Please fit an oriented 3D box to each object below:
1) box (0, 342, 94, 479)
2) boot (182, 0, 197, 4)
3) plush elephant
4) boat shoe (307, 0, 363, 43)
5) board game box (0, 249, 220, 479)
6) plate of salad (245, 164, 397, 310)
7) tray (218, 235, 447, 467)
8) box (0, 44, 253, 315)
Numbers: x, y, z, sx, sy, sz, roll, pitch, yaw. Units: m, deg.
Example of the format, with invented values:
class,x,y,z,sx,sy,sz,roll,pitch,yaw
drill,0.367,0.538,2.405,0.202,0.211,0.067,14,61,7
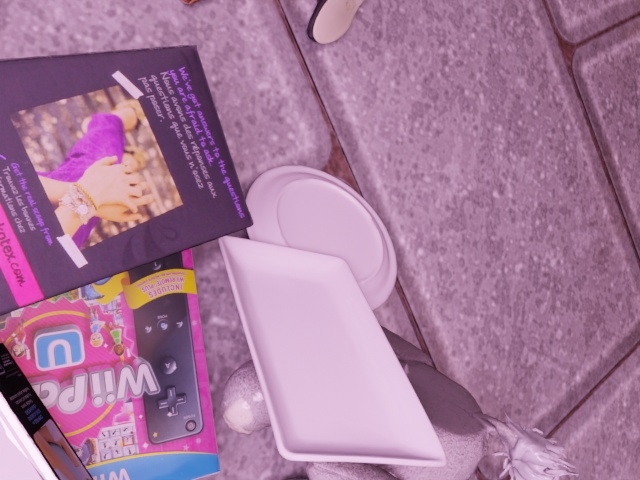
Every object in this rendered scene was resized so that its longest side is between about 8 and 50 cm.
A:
class,x,y,z,sx,sy,sz,roll,pitch,yaw
box,-0.225,0.237,0.473,0.169,0.087,0.290,-34,92,-13
boot,-0.134,-0.365,0.741,0.152,0.073,0.197,-40,104,-26
plush elephant,0.051,0.248,0.710,0.330,0.272,0.255,25,109,4
boat shoe,0.018,-0.292,0.851,0.133,0.042,0.049,-60,141,-22
board game box,-0.223,0.079,0.616,0.224,0.097,0.303,-7,88,-33
plate of salad,0.000,0.000,0.783,0.200,0.048,0.200,21,47,-24
tray,-0.005,0.092,0.602,0.145,0.270,0.030,12,119,-27
box,-0.207,-0.028,0.454,0.270,0.165,0.143,-22,96,-47
